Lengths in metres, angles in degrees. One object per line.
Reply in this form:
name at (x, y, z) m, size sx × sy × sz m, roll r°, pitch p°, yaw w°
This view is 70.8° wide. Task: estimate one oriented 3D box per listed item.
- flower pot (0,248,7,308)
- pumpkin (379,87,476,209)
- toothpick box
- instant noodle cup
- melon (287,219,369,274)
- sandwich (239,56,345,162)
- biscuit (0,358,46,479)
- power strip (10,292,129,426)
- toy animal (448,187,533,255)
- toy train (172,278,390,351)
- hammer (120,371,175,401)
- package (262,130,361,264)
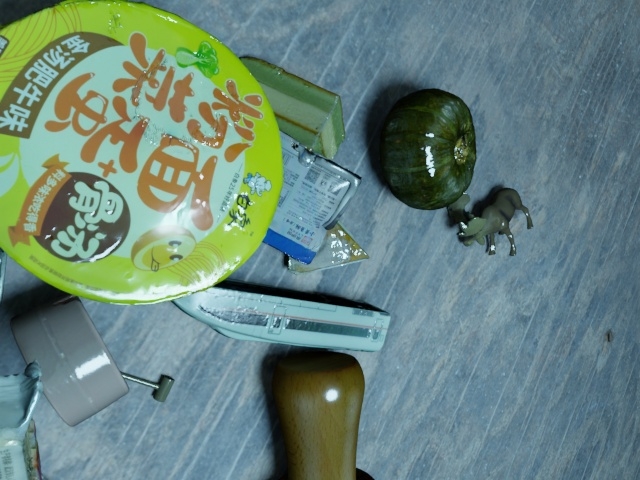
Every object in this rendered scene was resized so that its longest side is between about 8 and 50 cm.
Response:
flower pot at (-0.426, 0.104, 0.503) m, size 0.108 × 0.103 × 0.229 m, roll 8°, pitch 91°, yaw -31°
pumpkin at (0.196, -0.165, 0.827) m, size 0.224 × 0.157 × 0.223 m, roll -5°, pitch 97°, yaw -47°
toothpick box at (0.002, 0.342, 0.740) m, size 0.192 × 0.192 × 0.294 m, roll -2°, pitch 89°, yaw -31°
instant noodle cup at (-0.230, -0.091, 0.536) m, size 0.312 × 0.222 × 0.311 m, roll -2°, pitch 95°, yaw -32°
melon at (-0.004, 0.002, 0.761) m, size 0.139 × 0.093 × 0.202 m, roll -46°, pitch 109°, yaw -7°
sandwich at (-0.063, -0.195, 0.751) m, size 0.187 × 0.144 × 0.117 m, roll 26°, pitch 78°, yaw 6°
biscuit at (-0.384, 0.249, 0.478) m, size 0.186 × 0.079 × 0.309 m, roll -1°, pitch 132°, yaw -25°
power strip at (-0.304, 0.145, 0.552) m, size 0.078 × 0.154 × 0.154 m, roll -29°, pitch 108°, yaw -29°
toy animal at (0.367, -0.047, 0.986) m, size 0.214 × 0.094 × 0.186 m, roll -49°, pitch 121°, yaw -27°
toy train at (-0.071, 0.121, 0.732) m, size 0.407 × 0.086 × 0.088 m, roll 14°, pitch 92°, yaw -31°
hammer at (-0.271, 0.202, 0.658) m, size 0.110 × 0.019 × 0.035 m, roll 30°, pitch 79°, yaw -24°
package at (-0.050, -0.065, 0.693) m, size 0.171 × 0.027 × 0.173 m, roll 28°, pitch 112°, yaw -11°
